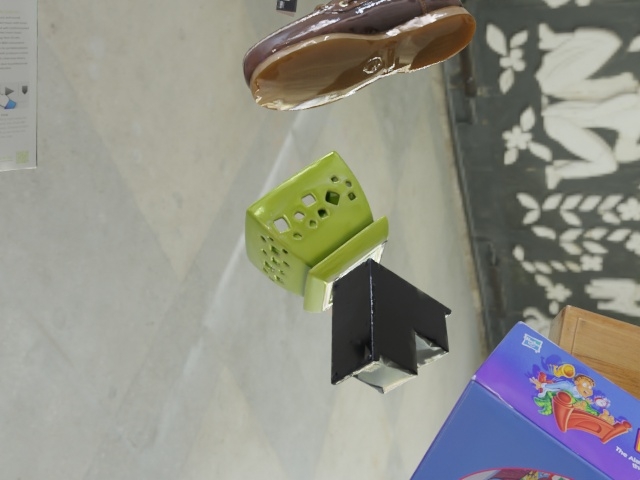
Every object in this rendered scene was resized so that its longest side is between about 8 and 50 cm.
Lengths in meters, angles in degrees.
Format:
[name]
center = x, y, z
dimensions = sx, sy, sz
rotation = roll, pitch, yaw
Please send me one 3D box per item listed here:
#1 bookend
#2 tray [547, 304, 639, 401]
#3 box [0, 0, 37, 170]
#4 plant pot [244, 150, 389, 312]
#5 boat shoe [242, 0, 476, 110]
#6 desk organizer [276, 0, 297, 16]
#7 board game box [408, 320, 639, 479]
[bookend]
center = 0.094, 0.130, 0.985
dimensions = 0.157, 0.072, 0.156
rotation = 32, 39, -29
[tray]
center = 0.472, 0.237, 0.942
dimensions = 0.076, 0.411, 0.203
rotation = 97, 11, -64
[box]
center = -0.494, -0.241, 1.038
dimensions = 0.232, 0.058, 0.322
rotation = -14, 123, -44
[plant pot]
center = 0.000, 0.000, 1.553
dimensions = 0.227, 0.207, 0.228
rotation = -36, 162, -20
[boat shoe]
center = 0.026, -0.167, 0.650
dimensions = 0.073, 0.207, 0.073
rotation = 59, -25, 27
[desk organizer]
center = -0.073, -0.586, 1.801
dimensions = 0.050, 0.047, 0.130
rotation = -159, -104, -85
[board game box]
center = 0.145, 0.257, 0.533
dimensions = 0.078, 0.233, 0.347
rotation = -33, 151, -49
